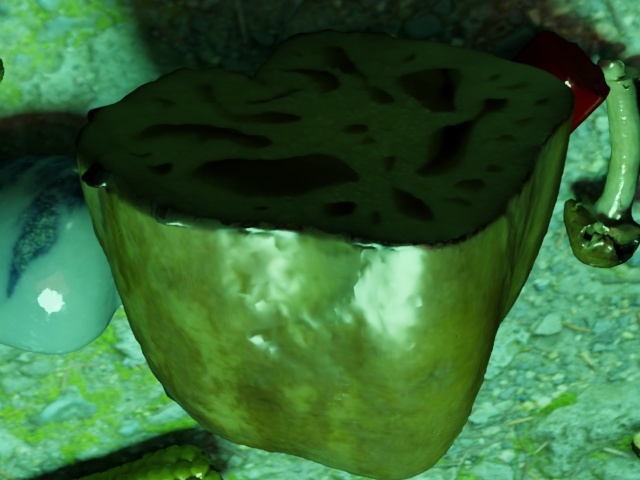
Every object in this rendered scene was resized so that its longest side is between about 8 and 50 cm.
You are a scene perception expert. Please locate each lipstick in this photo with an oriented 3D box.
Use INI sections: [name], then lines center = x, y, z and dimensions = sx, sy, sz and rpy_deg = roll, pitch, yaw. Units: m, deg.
[lipstick]
center = 0.093, -0.036, 1.255
dimensions = 0.073, 0.073, 0.280
rpy_deg = 23, 125, -33

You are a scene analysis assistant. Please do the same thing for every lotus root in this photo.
[lotus root]
center = 0.000, 0.000, 1.109
dimensions = 0.316, 0.316, 0.250
rpy_deg = -6, 129, -8

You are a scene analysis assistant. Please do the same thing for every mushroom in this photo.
[mushroom]
center = 0.216, -0.061, 1.281
dimensions = 0.060, 0.061, 0.187
rpy_deg = -14, 127, -19

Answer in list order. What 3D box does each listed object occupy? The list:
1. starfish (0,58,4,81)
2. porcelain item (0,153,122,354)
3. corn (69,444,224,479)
[starfish]
center = -0.297, -0.086, 1.087
dimensions = 0.189, 0.074, 0.146
rpy_deg = 22, 116, -5
[porcelain item]
center = -0.236, 0.007, 1.177
dimensions = 0.259, 0.141, 0.141
rpy_deg = 3, 135, -7
[corn]
center = -0.243, 0.274, 1.458
dimensions = 0.363, 0.120, 0.120
rpy_deg = -22, 136, 7
